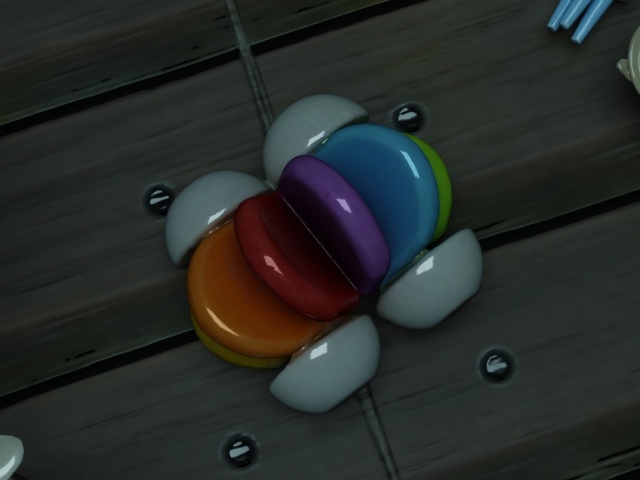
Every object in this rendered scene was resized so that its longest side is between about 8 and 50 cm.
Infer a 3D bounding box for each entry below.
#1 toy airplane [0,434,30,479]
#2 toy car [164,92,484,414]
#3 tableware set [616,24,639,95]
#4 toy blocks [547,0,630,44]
[{"bbox_3d":[-0.316,0.053,0.794,0.386,0.384,0.272,-2,47,42],"label":"toy airplane"},{"bbox_3d":[0.000,0.000,0.911,0.182,0.136,0.159,-38,80,-6],"label":"toy car"},{"bbox_3d":[0.260,-0.130,0.964,0.141,0.020,0.169,29,78,-18],"label":"tableware set"},{"bbox_3d":[0.163,-0.210,0.989,0.123,0.054,0.148,33,82,7],"label":"toy blocks"}]
